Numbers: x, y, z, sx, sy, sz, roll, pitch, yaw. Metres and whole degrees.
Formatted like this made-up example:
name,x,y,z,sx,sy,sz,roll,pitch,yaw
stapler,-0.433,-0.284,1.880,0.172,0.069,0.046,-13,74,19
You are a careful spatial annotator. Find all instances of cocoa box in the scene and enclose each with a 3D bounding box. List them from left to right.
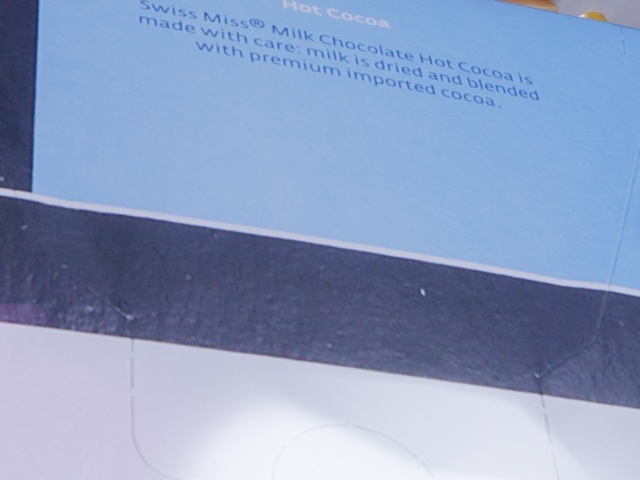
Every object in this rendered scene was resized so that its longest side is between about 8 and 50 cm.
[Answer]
name,x,y,z,sx,sy,sz,roll,pitch,yaw
cocoa box,-0.034,0.068,0.464,0.347,0.231,0.228,9,43,-16

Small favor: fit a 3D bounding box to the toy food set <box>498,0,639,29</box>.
name,x,y,z,sx,sy,sz,roll,pitch,yaw
toy food set,0.101,-0.028,0.697,0.306,0.220,0.092,-7,34,-43
